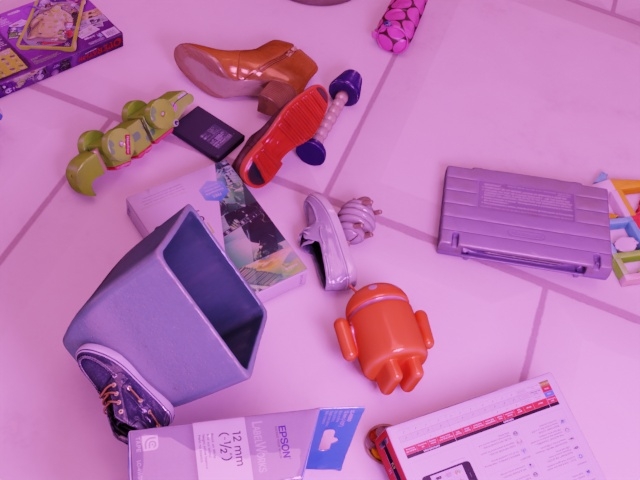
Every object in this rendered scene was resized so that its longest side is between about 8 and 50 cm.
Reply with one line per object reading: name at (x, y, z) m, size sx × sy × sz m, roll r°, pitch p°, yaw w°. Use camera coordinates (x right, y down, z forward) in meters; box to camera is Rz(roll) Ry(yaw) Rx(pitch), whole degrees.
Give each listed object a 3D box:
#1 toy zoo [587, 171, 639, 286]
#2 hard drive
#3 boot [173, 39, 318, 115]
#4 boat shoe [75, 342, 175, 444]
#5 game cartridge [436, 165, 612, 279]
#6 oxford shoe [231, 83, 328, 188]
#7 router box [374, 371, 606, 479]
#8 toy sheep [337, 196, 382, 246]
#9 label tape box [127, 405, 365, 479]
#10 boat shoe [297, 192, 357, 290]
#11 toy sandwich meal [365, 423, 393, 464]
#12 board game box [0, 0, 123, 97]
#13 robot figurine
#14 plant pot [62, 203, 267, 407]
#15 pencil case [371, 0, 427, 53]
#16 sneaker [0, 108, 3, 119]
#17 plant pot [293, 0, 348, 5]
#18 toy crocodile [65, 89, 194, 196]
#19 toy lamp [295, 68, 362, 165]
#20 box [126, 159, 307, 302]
toy zoo at (0.689, -0.038, 1.814) m, size 0.192 × 0.030 × 0.293 m, roll -7°, pitch 56°, yaw -14°
hard drive at (-0.248, -0.234, 1.794) m, size 0.135 × 0.022 × 0.094 m, roll 34°, pitch 56°, yaw 14°
boot at (-0.169, -0.413, 1.902) m, size 0.295 × 0.104 × 0.211 m, roll 28°, pitch 49°, yaw 4°
boat shoe at (-0.307, 0.235, 1.234) m, size 0.183 × 0.065 × 0.083 m, roll 40°, pitch 33°, yaw -5°
game cartridge at (0.434, -0.043, 1.743) m, size 0.355 × 0.068 × 0.230 m, roll 9°, pitch 49°, yaw 4°
oxford shoe at (-0.092, -0.233, 1.736) m, size 0.271 × 0.097 × 0.098 m, roll -48°, pitch 37°, yaw -13°
router box at (0.301, 0.412, 1.362) m, size 0.335 × 0.082 × 0.301 m, roll -13°, pitch 65°, yaw -19°
toy sheep at (0.073, -0.036, 1.668) m, size 0.091 × 0.091 × 0.132 m, roll 23°, pitch 59°, yaw 7°
label tape box at (-0.109, 0.364, 1.239) m, size 0.347 × 0.249 × 0.115 m, roll -3°, pitch 55°, yaw -12°
boat shoe at (0.000, 0.001, 1.631) m, size 0.081 × 0.079 × 0.227 m, roll -10°, pitch 60°, yaw -22°
toy sandwich meal at (0.120, 0.354, 1.426) m, size 0.085 × 0.029 × 0.086 m, roll 5°, pitch 54°, yaw -7°
board game box at (-0.655, -0.456, 1.870) m, size 0.347 × 0.056 × 0.208 m, roll -32°, pitch 70°, yaw -29°
robot figurine at (0.117, 0.170, 1.499) m, size 0.158 × 0.128 × 0.219 m, roll -25°, pitch 56°, yaw 11°
plant pot at (-0.270, 0.133, 1.348) m, size 0.252 × 0.247 × 0.248 m, roll -30°, pitch 16°, yaw 13°
pencil case at (0.205, -0.572, 2.084) m, size 0.098 × 0.095 × 0.209 m, roll 11°, pitch 49°, yaw 18°
sneaker at (-0.773, -0.197, 1.604) m, size 0.236 × 0.130 × 0.323 m, roll 16°, pitch 47°, yaw 7°
plant pot at (-0.005, -0.816, 2.105) m, size 0.323 × 0.280 × 0.323 m, roll 5°, pitch 55°, yaw -7°
toy crocodile at (-0.392, -0.216, 1.708) m, size 0.115 × 0.105 × 0.340 m, roll 2°, pitch 37°, yaw 39°
toy lamp at (0.026, -0.288, 1.849) m, size 0.080 × 0.080 × 0.275 m, roll 22°, pitch 53°, yaw 6°
box at (-0.207, 0.000, 1.609) m, size 0.232 × 0.058 × 0.322 m, roll -25°, pitch 63°, yaw -25°
